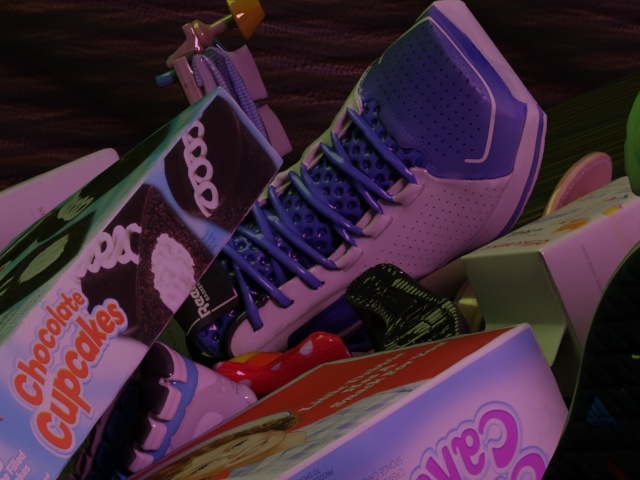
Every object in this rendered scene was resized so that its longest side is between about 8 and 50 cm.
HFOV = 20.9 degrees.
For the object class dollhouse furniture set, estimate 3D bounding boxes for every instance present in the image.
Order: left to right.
[{"bbox_3d":[0.002,-0.072,1.407,0.198,0.303,0.286,-24,6,3],"label":"dollhouse furniture set"}]

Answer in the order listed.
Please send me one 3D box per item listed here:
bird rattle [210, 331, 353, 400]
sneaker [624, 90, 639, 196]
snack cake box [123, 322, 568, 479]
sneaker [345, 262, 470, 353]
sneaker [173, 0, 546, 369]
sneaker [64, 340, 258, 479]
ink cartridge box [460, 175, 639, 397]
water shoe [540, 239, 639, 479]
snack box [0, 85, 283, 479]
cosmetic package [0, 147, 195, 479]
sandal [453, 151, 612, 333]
[{"bbox_3d":[-0.046,0.096,1.009,0.253,0.143,0.207,-16,-7,33],"label":"bird rattle"},{"bbox_3d":[0.365,-0.058,0.691,0.482,0.185,0.202,-12,1,8],"label":"sneaker"},{"bbox_3d":[-0.025,0.133,0.743,0.264,0.089,0.152,-28,6,-39],"label":"snack cake box"},{"bbox_3d":[0.063,0.068,1.022,0.051,0.089,0.170,-34,26,-4],"label":"sneaker"},{"bbox_3d":[-0.001,0.001,1.114,0.182,0.127,0.315,-19,-25,-43],"label":"sneaker"},{"bbox_3d":[-0.092,0.141,0.867,0.191,0.083,0.071,-56,38,20],"label":"sneaker"},{"bbox_3d":[0.157,0.027,0.981,0.143,0.090,0.092,-25,7,-24],"label":"ink cartridge box"},{"bbox_3d":[0.130,0.050,0.570,0.080,0.073,0.203,-16,-35,-32],"label":"water shoe"},{"bbox_3d":[-0.152,0.060,0.839,0.187,0.060,0.322,-33,15,35],"label":"snack box"},{"bbox_3d":[-0.261,0.122,1.059,0.161,0.230,0.453,-20,6,32],"label":"cosmetic package"},{"bbox_3d":[0.175,0.021,1.160,0.079,0.088,0.240,17,35,28],"label":"sandal"}]
